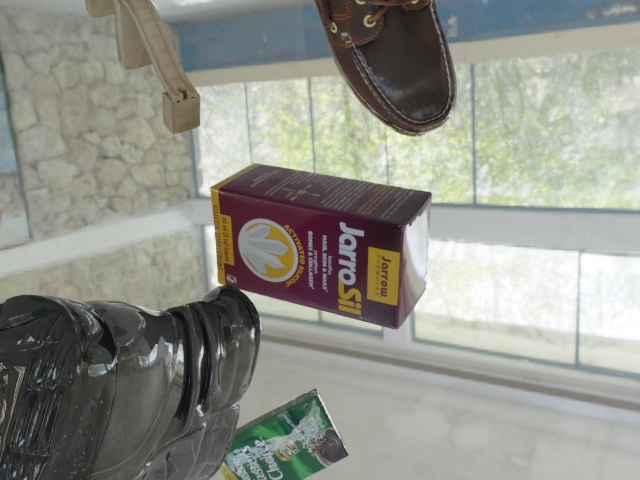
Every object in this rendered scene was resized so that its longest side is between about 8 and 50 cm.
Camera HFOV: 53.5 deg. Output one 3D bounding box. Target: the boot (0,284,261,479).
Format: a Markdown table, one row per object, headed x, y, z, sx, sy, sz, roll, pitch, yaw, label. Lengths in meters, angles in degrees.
| x | y | z | sx | sy | sz | roll | pitch | yaw | label |
| --- | --- | --- | --- | --- | --- | --- | --- | --- | --- |
| -0.157 | 0.193 | 0.453 | 0.118 | 0.338 | 0.223 | 31 | -172 | 25 | boot |

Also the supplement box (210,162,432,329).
| x | y | z | sx | sy | sz | roll | pitch | yaw | label |
| --- | --- | --- | --- | --- | --- | --- | --- | --- | --- |
| 0.000 | 0.000 | 0.586 | 0.188 | 0.104 | 0.081 | 12 | -151 | 24 | supplement box |

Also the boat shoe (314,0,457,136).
| x | y | z | sx | sy | sz | roll | pitch | yaw | label |
| --- | --- | --- | --- | --- | --- | --- | --- | --- | --- |
| 0.028 | -0.162 | 0.402 | 0.073 | 0.207 | 0.073 | -29 | -174 | -1 | boat shoe |

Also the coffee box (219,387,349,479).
| x | y | z | sx | sy | sz | roll | pitch | yaw | label |
| --- | --- | --- | --- | --- | --- | --- | --- | --- | --- |
| -0.062 | 0.316 | 0.961 | 0.184 | 0.113 | 0.040 | -26 | -174 | 0 | coffee box |

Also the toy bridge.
| x | y | z | sx | sy | sz | roll | pitch | yaw | label |
| --- | --- | --- | --- | --- | --- | --- | --- | --- | --- |
| -0.145 | -0.165 | 0.494 | 0.026 | 0.063 | 0.188 | -22 | -123 | -26 | toy bridge |
